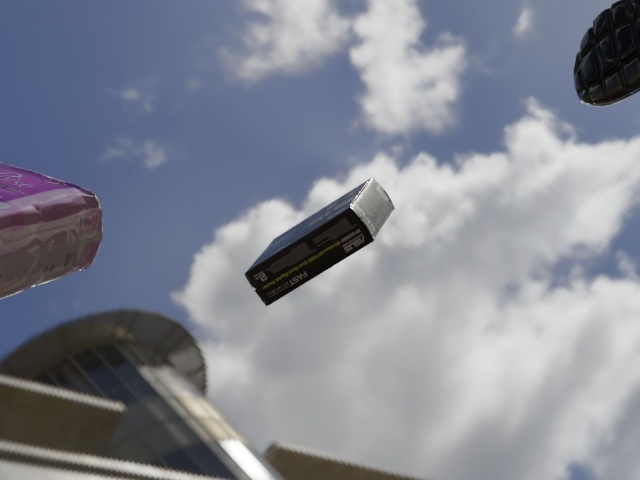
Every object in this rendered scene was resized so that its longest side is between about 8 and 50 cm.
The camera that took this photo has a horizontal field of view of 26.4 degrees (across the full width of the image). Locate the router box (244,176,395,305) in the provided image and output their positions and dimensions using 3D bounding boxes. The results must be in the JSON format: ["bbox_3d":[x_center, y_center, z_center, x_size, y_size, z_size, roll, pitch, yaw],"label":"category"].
[{"bbox_3d":[0.000,0.000,1.209,0.122,0.038,0.092,-32,9,23],"label":"router box"}]

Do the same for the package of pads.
[{"bbox_3d":[-0.112,-0.001,0.428,0.083,0.050,0.032,-23,-52,-61],"label":"package of pads"}]

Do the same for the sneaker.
[{"bbox_3d":[0.351,-0.197,1.278,0.106,0.101,0.267,14,-33,-32],"label":"sneaker"}]
